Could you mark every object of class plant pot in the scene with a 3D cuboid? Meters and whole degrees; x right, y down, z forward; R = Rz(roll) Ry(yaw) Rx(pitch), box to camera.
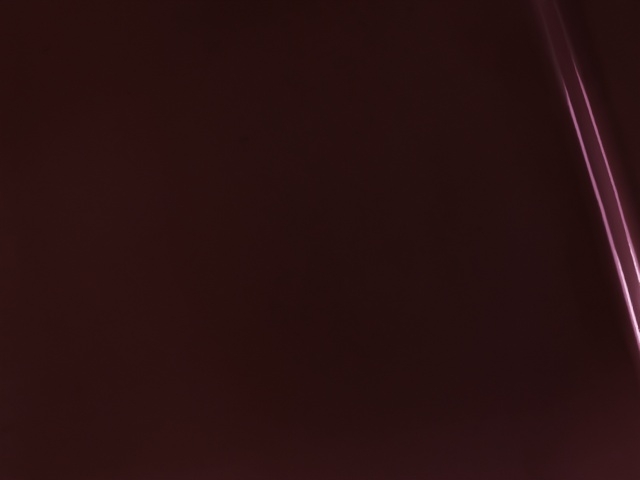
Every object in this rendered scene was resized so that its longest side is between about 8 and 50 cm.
[{"bbox_3d":[0.000,0.000,0.461,0.323,0.280,0.323,-17,-90,-84],"label":"plant pot"}]
